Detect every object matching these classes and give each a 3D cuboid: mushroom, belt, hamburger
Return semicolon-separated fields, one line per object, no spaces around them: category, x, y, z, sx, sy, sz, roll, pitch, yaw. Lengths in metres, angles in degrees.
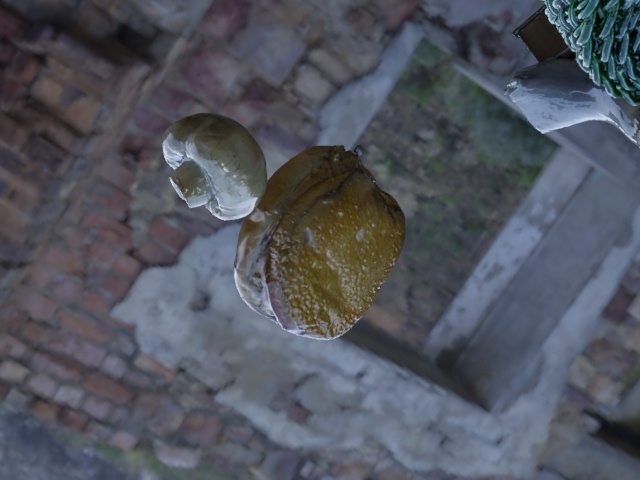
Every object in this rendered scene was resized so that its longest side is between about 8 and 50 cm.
mushroom;-0.127;-0.090;1.466;0.148;0.112;0.148;52;169;14
belt;0.172;-0.131;0.573;0.151;0.121;0.079;86;166;-48
hamburger;0.000;0.000;1.973;0.170;0.314;0.290;26;171;37
mushroom;0.336;-0.172;1.507;0.099;0.096;0.278;27;177;-39

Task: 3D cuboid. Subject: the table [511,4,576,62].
table;0.323;-0.269;1.649;0.082;0.070;0.083;55;-159;16
